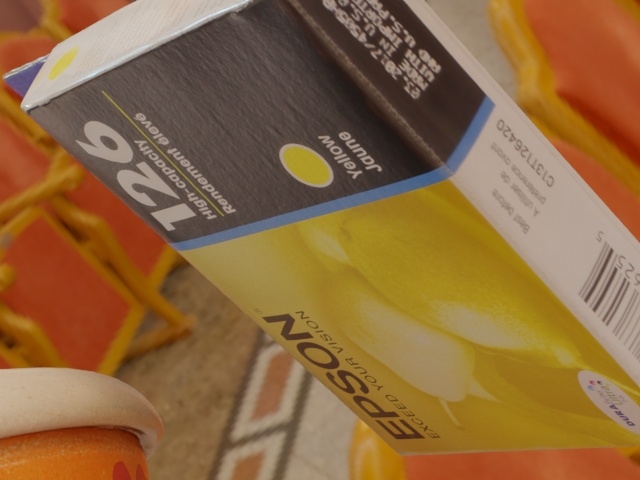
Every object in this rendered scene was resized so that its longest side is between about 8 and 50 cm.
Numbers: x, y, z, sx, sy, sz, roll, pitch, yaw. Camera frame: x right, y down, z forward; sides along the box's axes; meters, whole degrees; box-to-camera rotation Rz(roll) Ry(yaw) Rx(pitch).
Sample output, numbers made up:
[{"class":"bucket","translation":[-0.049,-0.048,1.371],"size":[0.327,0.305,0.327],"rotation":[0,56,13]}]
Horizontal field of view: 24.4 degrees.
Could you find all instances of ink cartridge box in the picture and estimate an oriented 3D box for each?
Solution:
[{"class":"ink cartridge box","translation":[0.000,0.000,0.757],"size":[0.307,0.303,0.072],"rotation":[-16,37,50]}]

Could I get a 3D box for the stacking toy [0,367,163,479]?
[{"class":"stacking toy","translation":[-0.186,0.335,0.780],"size":[0.350,0.480,0.350],"rotation":[-20,-15,-6]}]
